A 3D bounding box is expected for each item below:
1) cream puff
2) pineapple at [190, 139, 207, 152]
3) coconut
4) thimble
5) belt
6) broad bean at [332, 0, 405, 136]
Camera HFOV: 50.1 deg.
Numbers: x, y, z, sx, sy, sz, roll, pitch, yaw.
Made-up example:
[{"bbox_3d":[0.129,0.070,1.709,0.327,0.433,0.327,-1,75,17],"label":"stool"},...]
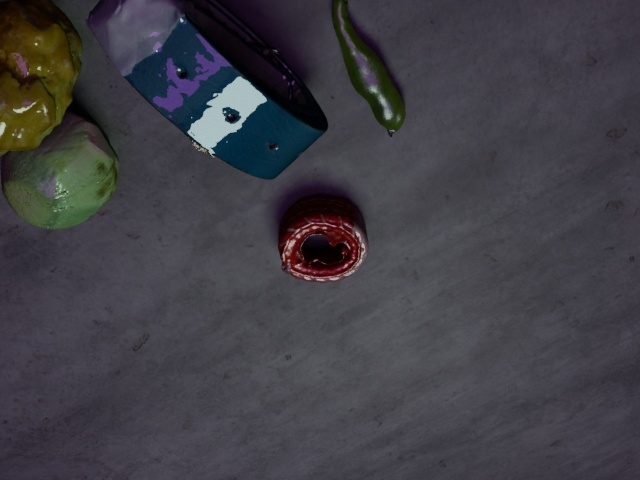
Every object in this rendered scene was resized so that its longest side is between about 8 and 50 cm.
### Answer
[{"bbox_3d":[-0.578,-0.304,1.115,0.291,0.324,0.257,-42,154,11],"label":"cream puff"},{"bbox_3d":[-0.239,-0.203,1.375,0.045,0.019,0.083,-34,118,11],"label":"pineapple"},{"bbox_3d":[-0.482,-0.137,1.296,0.204,0.236,0.236,14,122,25],"label":"coconut"},{"bbox_3d":[0.006,-0.004,1.440,0.189,0.125,0.163,-7,116,0],"label":"thimble"},{"bbox_3d":[-0.175,-0.285,1.163,0.436,0.300,0.173,31,114,-36],"label":"belt"},{"bbox_3d":[0.093,-0.341,1.299,0.098,0.056,0.318,-15,117,5],"label":"broad bean"}]
